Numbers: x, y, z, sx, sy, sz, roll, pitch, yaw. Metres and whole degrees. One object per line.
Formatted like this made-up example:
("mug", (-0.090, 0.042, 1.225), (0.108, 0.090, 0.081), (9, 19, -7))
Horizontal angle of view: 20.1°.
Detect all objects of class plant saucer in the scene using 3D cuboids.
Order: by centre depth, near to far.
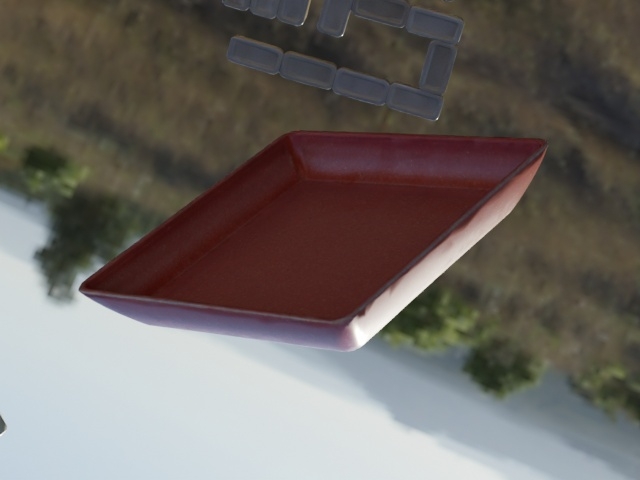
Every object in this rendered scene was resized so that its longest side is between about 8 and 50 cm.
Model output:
("plant saucer", (0.000, 0.000, 1.305), (0.258, 0.259, 0.047), (5, 122, 41))

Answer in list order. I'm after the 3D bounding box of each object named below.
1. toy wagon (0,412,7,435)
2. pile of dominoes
("toy wagon", (-0.305, 0.156, 0.827), (0.068, 0.344, 0.267), (61, 169, -8))
("pile of dominoes", (0.028, -0.250, 1.863), (0.251, 0.196, 0.040), (17, -152, 1))
